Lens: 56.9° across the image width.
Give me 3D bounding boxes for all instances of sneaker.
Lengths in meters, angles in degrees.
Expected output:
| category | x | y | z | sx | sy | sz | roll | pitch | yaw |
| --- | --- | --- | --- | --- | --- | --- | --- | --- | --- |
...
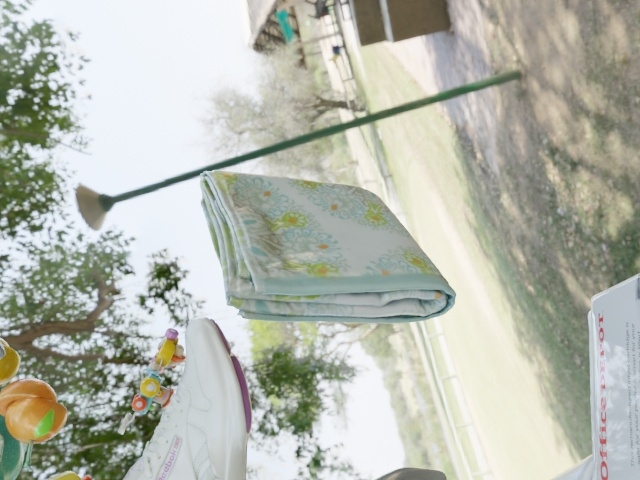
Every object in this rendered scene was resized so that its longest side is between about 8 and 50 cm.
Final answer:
| category | x | y | z | sx | sy | sz | roll | pitch | yaw |
| --- | --- | --- | --- | --- | --- | --- | --- | --- | --- |
| sneaker | -0.155 | 0.242 | 0.675 | 0.114 | 0.152 | 0.305 | 166 | 103 | -73 |

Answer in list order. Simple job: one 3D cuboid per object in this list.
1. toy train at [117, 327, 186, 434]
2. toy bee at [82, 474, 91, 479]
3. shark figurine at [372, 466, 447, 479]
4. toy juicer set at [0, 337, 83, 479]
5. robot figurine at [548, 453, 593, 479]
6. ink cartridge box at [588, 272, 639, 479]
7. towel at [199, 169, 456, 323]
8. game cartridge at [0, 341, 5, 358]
| category | x | y | z | sx | sy | sz | roll | pitch | yaw |
| --- | --- | --- | --- | --- | --- | --- | --- | --- | --- |
| toy train | -0.231 | 0.199 | 0.852 | 0.125 | 0.046 | 0.166 | -57 | 13 | 36 |
| toy bee | -0.552 | 0.636 | 1.376 | 0.298 | 0.162 | 0.195 | 17 | -83 | -49 |
| shark figurine | 0.006 | 0.253 | 0.376 | 0.278 | 0.166 | 0.116 | -80 | -14 | -54 |
| toy juicer set | -0.404 | 0.207 | 0.681 | 0.089 | 0.329 | 0.209 | -23 | -64 | -51 |
| robot figurine | 0.456 | 0.455 | 0.935 | 0.200 | 0.300 | 0.353 | 39 | 149 | 19 |
| ink cartridge box | 0.310 | 0.114 | 0.437 | 0.273 | 0.115 | 0.198 | 83 | -167 | -73 |
| towel | 0.000 | 0.000 | 0.973 | 0.090 | 0.375 | 0.320 | -68 | 31 | 31 |
| game cartridge | -0.396 | 0.088 | 0.380 | 0.062 | 0.297 | 0.198 | 26 | 140 | 46 |
